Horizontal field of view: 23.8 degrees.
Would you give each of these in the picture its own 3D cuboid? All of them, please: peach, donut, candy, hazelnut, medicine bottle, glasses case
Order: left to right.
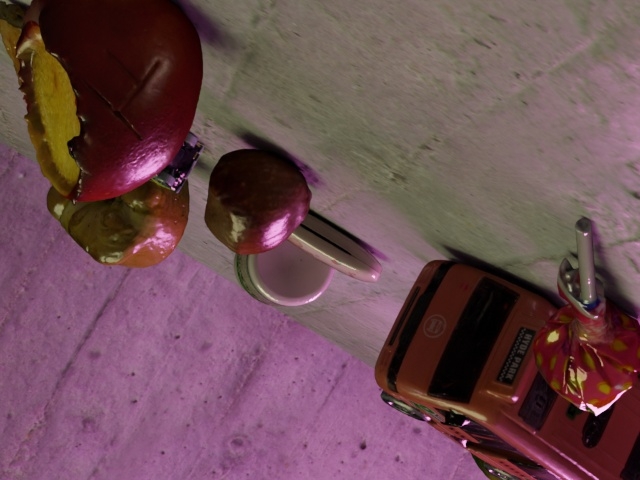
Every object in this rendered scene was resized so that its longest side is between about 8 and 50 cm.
[{"bbox_3d":[-0.225,-0.151,1.520,0.190,0.226,0.196,24,170,22],"label":"peach"},{"bbox_3d":[-0.313,-0.072,2.401,0.128,0.208,0.261,21,-165,-45],"label":"donut"},{"bbox_3d":[-0.080,-0.052,1.957,0.143,0.143,0.154,30,156,8],"label":"hazelnut"},{"bbox_3d":[-0.065,0.036,2.394,0.139,0.139,0.237,32,172,-10],"label":"medicine bottle"},{"bbox_3d":[0.000,0.000,2.231,0.204,0.051,0.081,31,171,0],"label":"glasses case"},{"bbox_3d":[0.275,0.069,1.562,0.124,0.124,0.365,27,163,23],"label":"candy"}]

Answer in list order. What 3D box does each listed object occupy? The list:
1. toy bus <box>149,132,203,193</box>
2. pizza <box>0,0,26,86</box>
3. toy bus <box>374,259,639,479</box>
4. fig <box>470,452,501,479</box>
[{"bbox_3d":[-0.253,-0.145,2.137,0.101,0.088,0.175,24,170,34],"label":"toy bus"},{"bbox_3d":[-0.281,-0.185,1.950,0.288,0.075,0.280,8,129,46],"label":"pizza"},{"bbox_3d":[0.276,0.203,1.960,0.233,0.203,0.427,14,163,47],"label":"toy bus"},{"bbox_3d":[0.356,0.286,2.434,0.203,0.235,0.203,164,90,-80],"label":"fig"}]
